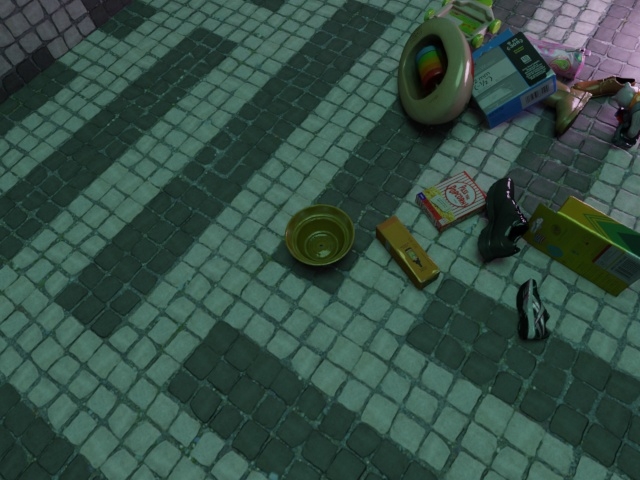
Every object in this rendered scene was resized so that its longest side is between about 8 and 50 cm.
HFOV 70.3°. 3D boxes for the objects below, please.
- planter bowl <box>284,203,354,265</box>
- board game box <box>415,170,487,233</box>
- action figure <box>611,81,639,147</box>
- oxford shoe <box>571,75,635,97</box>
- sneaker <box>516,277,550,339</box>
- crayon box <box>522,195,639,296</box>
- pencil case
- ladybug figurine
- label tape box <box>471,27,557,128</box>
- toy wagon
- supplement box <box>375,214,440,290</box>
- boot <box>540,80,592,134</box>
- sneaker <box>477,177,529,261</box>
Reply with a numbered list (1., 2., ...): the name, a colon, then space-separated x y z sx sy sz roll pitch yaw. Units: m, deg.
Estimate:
1. planter bowl: 0.000 0.000 1.437 0.216 0.090 0.217 -2 61 4
2. board game box: 0.434 -0.128 1.495 0.193 0.045 0.147 -26 63 -10
3. action figure: 1.164 -0.443 1.536 0.330 0.179 0.341 30 70 9
4. oxford shoe: 1.039 -0.574 1.670 0.212 0.076 0.076 0 63 7
5. sneaker: 0.612 0.200 1.298 0.077 0.072 0.179 11 70 -3
6. crayon box: 0.760 0.004 1.305 0.318 0.202 0.081 37 70 21
7. pencil case: 0.859 -0.705 1.731 0.283 0.124 0.124 22 65 17
8. ladybug figurine: 0.426 -0.606 1.647 0.161 0.305 0.450 14 59 -33
9. label tape box: 0.647 -0.617 1.652 0.249 0.115 0.348 -30 62 20
10. toy wagon: 0.617 -0.934 1.907 0.344 0.068 0.267 -41 66 -17
11. supplement box: 0.266 0.037 1.403 0.078 0.080 0.233 -30 61 -10
12. boot: 0.810 -0.513 1.655 0.269 0.089 0.236 34 59 21
13. sneaker: 0.576 -0.068 1.391 0.130 0.109 0.287 -10 57 50
